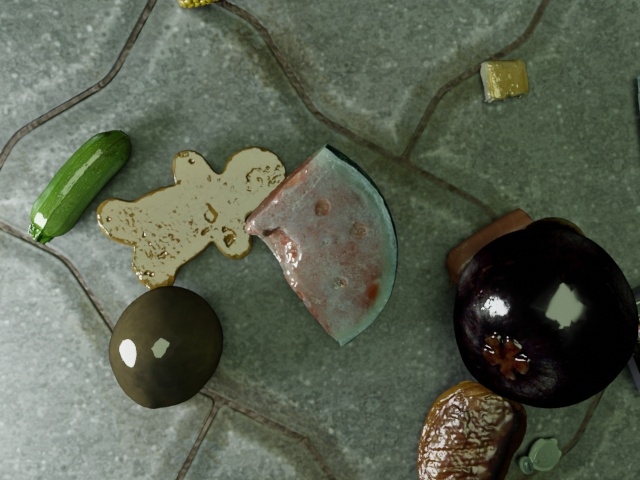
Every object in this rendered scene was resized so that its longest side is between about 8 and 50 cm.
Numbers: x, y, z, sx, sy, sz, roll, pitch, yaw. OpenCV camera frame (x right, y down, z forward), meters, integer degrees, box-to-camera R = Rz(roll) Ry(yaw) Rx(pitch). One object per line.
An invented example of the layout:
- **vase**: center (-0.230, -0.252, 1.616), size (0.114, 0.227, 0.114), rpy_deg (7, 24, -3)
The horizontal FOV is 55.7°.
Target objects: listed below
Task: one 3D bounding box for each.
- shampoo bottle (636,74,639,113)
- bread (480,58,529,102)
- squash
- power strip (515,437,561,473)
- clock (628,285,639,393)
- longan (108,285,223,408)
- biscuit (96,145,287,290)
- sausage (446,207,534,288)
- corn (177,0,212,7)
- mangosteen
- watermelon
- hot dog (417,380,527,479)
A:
- **shampoo bottle**: center (0.589, -0.185, 1.037), size (0.072, 0.049, 0.213), rpy_deg (-11, 91, 0)
- **bread**: center (0.312, -0.272, 1.024), size (0.083, 0.035, 0.070), rpy_deg (-12, 92, -11)
- **squash**: center (-0.380, -0.087, 0.952), size (0.068, 0.077, 0.219), rpy_deg (38, 90, 5)
- **power strip**: center (0.371, 0.369, 1.036), size (0.083, 0.035, 0.055), rpy_deg (-22, 92, -17)
- **clock**: center (0.620, 0.148, 1.023), size (0.253, 0.083, 0.187), rpy_deg (-22, 91, -4)
- **longan**: center (-0.235, 0.164, 0.927), size (0.167, 0.167, 0.187), rpy_deg (16, 110, -4)
- **biscuit**: center (-0.190, -0.048, 0.980), size (0.301, 0.049, 0.197), rpy_deg (-31, 100, -3)
- **sausage**: center (0.276, 0.015, 1.010), size (0.169, 0.065, 0.065), rpy_deg (-32, 92, -3)
- **corn**: center (-0.116, -0.447, 0.964), size (0.260, 0.091, 0.091), rpy_deg (-25, 83, -3)
- **mangosteen**: center (0.349, 0.098, 0.921), size (0.302, 0.275, 0.275), rpy_deg (-35, 93, -41)
- **watermelon**: center (0.000, 0.000, 0.951), size (0.225, 0.148, 0.319), rpy_deg (-5, 110, -1)
- **hot dog**: center (0.245, 0.339, 0.987), size (0.160, 0.099, 0.227), rpy_deg (25, 89, -4)
